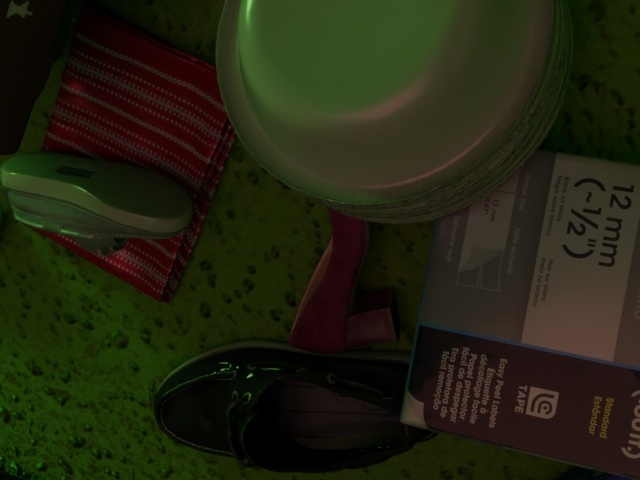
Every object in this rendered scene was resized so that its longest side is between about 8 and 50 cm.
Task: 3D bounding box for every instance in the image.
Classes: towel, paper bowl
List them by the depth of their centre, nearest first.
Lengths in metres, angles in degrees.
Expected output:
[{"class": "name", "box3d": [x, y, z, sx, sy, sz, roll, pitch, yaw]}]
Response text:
[{"class": "paper bowl", "box3d": [0.048, -0.163, 0.889, 0.284, 0.148, 0.284, -4, 80, 22]}, {"class": "towel", "box3d": [-0.198, -0.086, 1.147, 0.198, 0.031, 0.275, 29, 118, 10]}]

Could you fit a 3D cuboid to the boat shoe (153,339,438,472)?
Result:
[{"class": "boat shoe", "box3d": [-0.039, 0.182, 1.136, 0.339, 0.113, 0.127, 0, 110, 22]}]

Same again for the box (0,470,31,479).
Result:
[{"class": "box", "box3d": [-0.562, 0.559, 1.282, 0.297, 0.480, 0.472, 11, 113, 20]}]

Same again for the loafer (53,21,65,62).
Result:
[{"class": "loafer", "box3d": [-0.413, -0.213, 1.147, 0.302, 0.095, 0.109, 2, 110, 21]}]

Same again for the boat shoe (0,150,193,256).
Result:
[{"class": "boat shoe", "box3d": [-0.224, -0.030, 1.126, 0.227, 0.079, 0.081, 15, 125, 25]}]

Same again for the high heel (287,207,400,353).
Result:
[{"class": "high heel", "box3d": [0.000, 0.000, 1.072, 0.117, 0.082, 0.244, -7, 120, 14]}]

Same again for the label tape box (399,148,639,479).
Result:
[{"class": "label tape box", "box3d": [0.261, 0.064, 0.927, 0.347, 0.115, 0.249, 11, 91, 20]}]

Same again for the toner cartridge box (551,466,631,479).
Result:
[{"class": "toner cartridge box", "box3d": [0.285, 0.298, 1.072, 0.348, 0.075, 0.165, -41, 90, 29]}]

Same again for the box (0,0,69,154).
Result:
[{"class": "box", "box3d": [-0.381, -0.266, 0.995, 0.381, 0.143, 0.191, 52, 131, 26]}]

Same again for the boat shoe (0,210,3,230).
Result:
[{"class": "boat shoe", "box3d": [-0.462, -0.044, 1.247, 0.228, 0.080, 0.076, 26, 116, 3]}]
